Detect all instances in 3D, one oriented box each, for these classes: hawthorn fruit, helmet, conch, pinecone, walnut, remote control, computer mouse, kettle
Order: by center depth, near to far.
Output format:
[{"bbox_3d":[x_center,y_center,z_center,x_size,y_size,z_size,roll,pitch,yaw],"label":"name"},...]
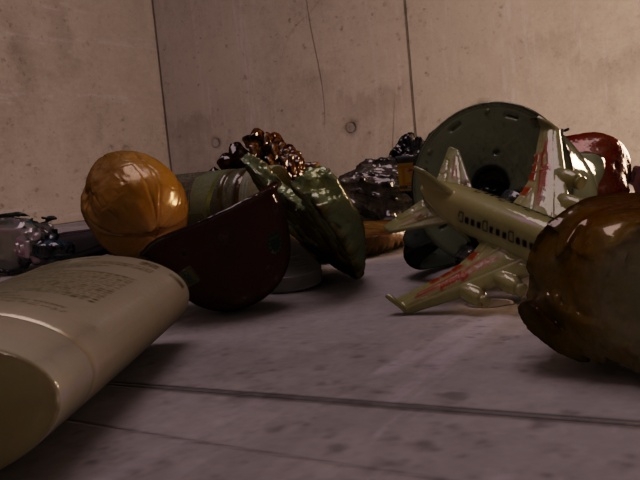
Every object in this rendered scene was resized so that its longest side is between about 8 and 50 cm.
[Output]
[{"bbox_3d":[-0.099,0.020,0.800,0.175,0.106,0.155,-17,9,43],"label":"helmet"},{"bbox_3d":[0.201,-0.041,0.889,0.240,0.165,0.255,-35,-15,22],"label":"kettle"},{"bbox_3d":[-0.054,0.026,0.991,0.077,0.022,0.245,-8,12,-11],"label":"remote control"},{"bbox_3d":[0.352,-0.081,1.138,0.193,0.157,0.157,0,5,-1],"label":"hawthorn fruit"},{"bbox_3d":[-0.333,-0.061,1.392,0.193,0.193,0.225,-8,22,-29],"label":"walnut"},{"bbox_3d":[0.129,-0.089,1.510,0.240,0.186,0.313,-10,22,21],"label":"conch"},{"bbox_3d":[-0.471,0.009,1.542,0.232,0.057,0.120,-6,8,21],"label":"computer mouse"},{"bbox_3d":[-0.148,-0.132,1.813,0.309,0.244,0.244,-24,-4,27],"label":"pinecone"}]

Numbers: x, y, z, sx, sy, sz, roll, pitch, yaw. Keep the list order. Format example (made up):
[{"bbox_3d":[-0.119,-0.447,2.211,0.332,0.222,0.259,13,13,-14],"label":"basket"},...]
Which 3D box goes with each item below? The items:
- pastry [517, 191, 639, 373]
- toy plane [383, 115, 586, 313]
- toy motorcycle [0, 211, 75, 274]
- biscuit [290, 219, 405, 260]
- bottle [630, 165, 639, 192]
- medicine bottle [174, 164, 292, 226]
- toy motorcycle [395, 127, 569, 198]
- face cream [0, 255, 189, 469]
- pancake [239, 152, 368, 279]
[{"bbox_3d":[0.237,0.021,0.481,0.228,0.100,0.218,-1,9,-2],"label":"pastry"},{"bbox_3d":[0.171,-0.006,0.688,0.244,0.229,0.092,33,-12,40],"label":"toy plane"},{"bbox_3d":[-0.561,0.009,1.373,0.204,0.108,0.239,0,-10,-35],"label":"toy motorcycle"},{"bbox_3d":[0.000,0.000,1.257,0.317,0.040,0.318,-5,7,1],"label":"biscuit"},{"bbox_3d":[0.648,-0.110,1.376,0.253,0.121,0.120,-12,8,-39],"label":"bottle"},{"bbox_3d":[-0.225,-0.070,1.620,0.322,0.151,0.151,-3,6,25],"label":"medicine bottle"},{"bbox_3d":[0.241,-0.063,1.071,0.262,0.157,0.091,-4,7,29],"label":"toy motorcycle"},{"bbox_3d":[-0.201,0.069,0.500,0.173,0.081,0.348,-6,5,2],"label":"face cream"},{"bbox_3d":[-0.016,-0.040,0.938,0.054,0.197,0.376,-47,9,-8],"label":"pancake"}]
